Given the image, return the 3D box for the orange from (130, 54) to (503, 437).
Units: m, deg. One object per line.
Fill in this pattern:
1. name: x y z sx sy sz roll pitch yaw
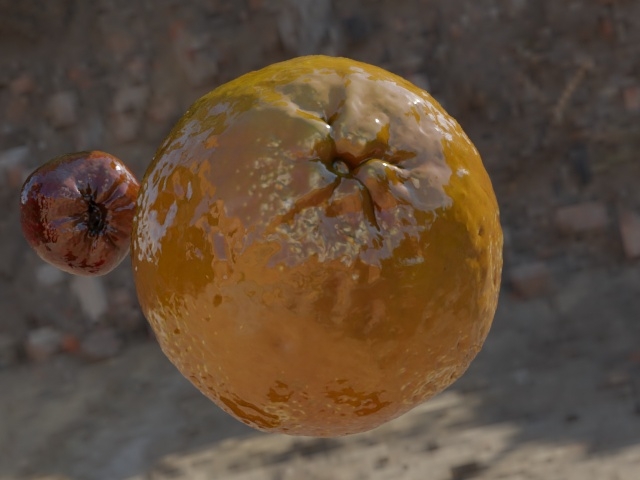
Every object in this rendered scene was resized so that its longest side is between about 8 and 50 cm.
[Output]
1. orange: 0.000 0.000 1.715 0.340 0.340 0.293 -17 -18 -16

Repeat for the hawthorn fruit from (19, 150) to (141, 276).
1. hawthorn fruit: -0.248 -0.027 2.005 0.133 0.133 0.138 -18 12 -22
